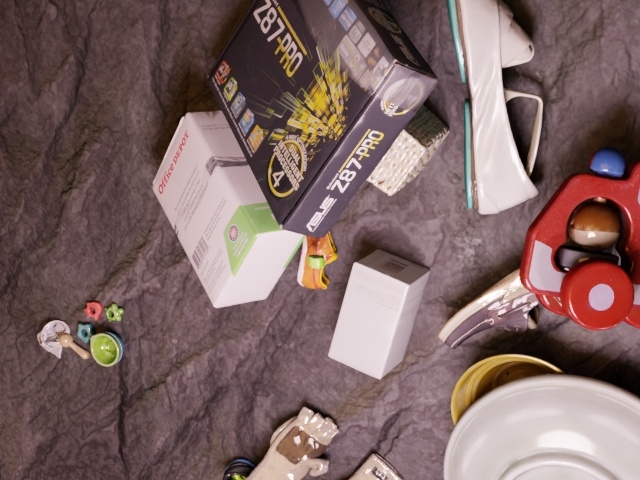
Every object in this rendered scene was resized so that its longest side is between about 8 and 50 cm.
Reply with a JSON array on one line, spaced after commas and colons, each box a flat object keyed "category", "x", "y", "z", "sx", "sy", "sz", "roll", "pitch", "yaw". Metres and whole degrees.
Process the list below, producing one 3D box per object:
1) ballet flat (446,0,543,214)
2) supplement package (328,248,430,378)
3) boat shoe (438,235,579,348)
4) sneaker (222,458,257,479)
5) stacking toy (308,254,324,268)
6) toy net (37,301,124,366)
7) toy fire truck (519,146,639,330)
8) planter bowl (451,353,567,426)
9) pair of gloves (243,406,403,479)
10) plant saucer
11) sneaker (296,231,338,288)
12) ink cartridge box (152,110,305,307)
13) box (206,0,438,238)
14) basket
[{"category": "ballet flat", "x": 0.267, "y": -0.238, "z": 1.610, "sx": 0.139, "sy": 0.139, "sz": 0.400, "roll": -1, "pitch": 107, "yaw": 26}, {"category": "supplement package", "x": 0.098, "y": 0.122, "z": 1.783, "sx": 0.105, "sy": 0.105, "sz": 0.179, "roll": 22, "pitch": 111, "yaw": 19}, {"category": "boat shoe", "x": 0.312, "y": 0.100, "z": 1.676, "sx": 0.285, "sy": 0.103, "sz": 0.092, "roll": -38, "pitch": 80, "yaw": 23}, {"category": "sneaker", "x": -0.104, "y": 0.481, "z": 1.989, "sx": 0.188, "sy": 0.078, "sz": 0.067, "roll": 28, "pitch": 114, "yaw": 16}, {"category": "stacking toy", "x": -0.065, "y": -0.046, "z": 1.798, "sx": 0.221, "sy": 0.052, "sz": 0.167, "roll": 12, "pitch": 108, "yaw": 54}, {"category": "toy net", "x": -0.490, "y": 0.186, "z": 2.123, "sx": 0.232, "sy": 0.045, "sz": 0.122, "roll": -2, "pitch": 102, "yaw": 27}, {"category": "toy fire truck", "x": 0.445, "y": 0.002, "z": 1.520, "sx": 0.302, "sy": 0.169, "sz": 0.253, "roll": 10, "pitch": 93, "yaw": -5}, {"category": "planter bowl", "x": 0.326, "y": 0.259, "z": 1.705, "sx": 0.217, "sy": 0.090, "sz": 0.217, "roll": 8, "pitch": 115, "yaw": 17}, {"category": "pair of gloves", "x": 0.003, "y": 0.433, "z": 1.927, "sx": 0.240, "sy": 0.042, "sz": 0.204, "roll": 34, "pitch": 99, "yaw": 8}, {"category": "plant saucer", "x": 0.379, "y": 0.402, "z": 1.639, "sx": 0.401, "sy": 0.100, "sz": 0.400, "roll": 7, "pitch": 113, "yaw": 17}, {"category": "sneaker", "x": 0.000, "y": 0.000, "z": 1.834, "sx": 0.067, "sy": 0.064, "sz": 0.175, "roll": 7, "pitch": 114, "yaw": 8}, {"category": "ink cartridge box", "x": -0.157, "y": -0.057, "z": 1.784, "sx": 0.273, "sy": 0.115, "sz": 0.198, "roll": 59, "pitch": 138, "yaw": 27}, {"category": "box", "x": -0.013, "y": -0.248, "z": 1.639, "sx": 0.318, "sy": 0.097, "sz": 0.395, "roll": -51, "pitch": 44, "yaw": 27}, {"category": "basket", "x": 0.122, "y": -0.154, "z": 1.670, "sx": 0.103, "sy": 0.167, "sz": 0.113, "roll": 38, "pitch": 117, "yaw": 6}]
